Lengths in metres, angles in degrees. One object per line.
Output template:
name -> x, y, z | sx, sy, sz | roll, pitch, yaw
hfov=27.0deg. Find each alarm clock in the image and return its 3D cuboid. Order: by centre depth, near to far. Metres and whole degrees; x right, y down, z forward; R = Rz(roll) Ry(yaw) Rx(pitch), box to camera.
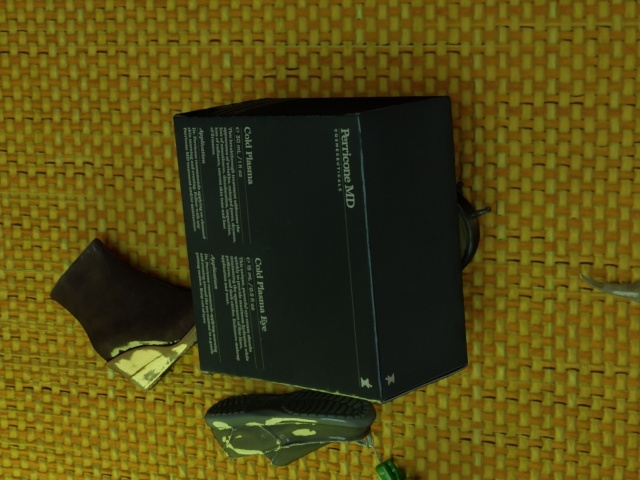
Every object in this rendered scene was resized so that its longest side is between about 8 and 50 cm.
alarm clock -> 0.129, 0.007, 1.724 | 0.129, 0.064, 0.192 | 34, 108, 10

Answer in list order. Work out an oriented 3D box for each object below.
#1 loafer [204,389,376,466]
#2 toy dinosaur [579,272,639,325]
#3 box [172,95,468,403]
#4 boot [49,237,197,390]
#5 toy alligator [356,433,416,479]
loafer -> -0.036, 0.258, 1.831 | 0.251, 0.094, 0.087 | -4, 108, 27
toy dinosaur -> 0.416, 0.073, 1.653 | 0.183, 0.053, 0.093 | -4, 85, 13
box -> 0.000, 0.000, 1.654 | 0.312, 0.179, 0.343 | 6, 105, 43
boot -> -0.247, 0.073, 1.857 | 0.207, 0.090, 0.248 | 47, 116, 3
toy alligator -> 0.107, 0.337, 1.813 | 0.056, 0.051, 0.190 | -33, 78, 23
